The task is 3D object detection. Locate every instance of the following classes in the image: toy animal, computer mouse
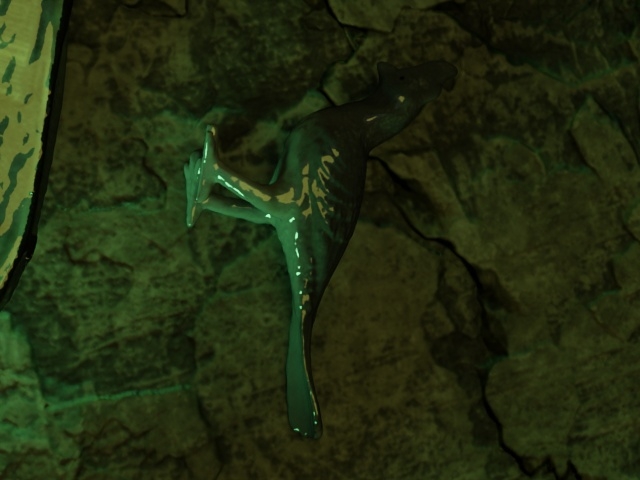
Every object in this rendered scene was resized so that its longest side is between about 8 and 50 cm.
[{"bbox_3d":[-0.025,-0.029,1.406,0.205,0.081,0.367,23,82,-16],"label":"toy animal"},{"bbox_3d":[-0.308,-0.086,1.282,0.203,0.114,0.374,18,87,-22],"label":"computer mouse"}]
